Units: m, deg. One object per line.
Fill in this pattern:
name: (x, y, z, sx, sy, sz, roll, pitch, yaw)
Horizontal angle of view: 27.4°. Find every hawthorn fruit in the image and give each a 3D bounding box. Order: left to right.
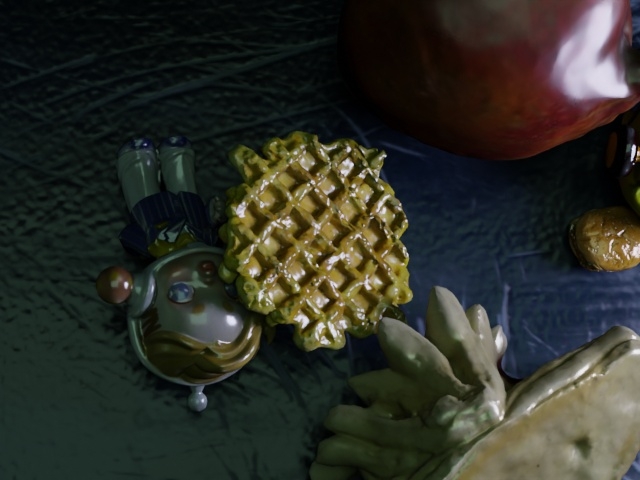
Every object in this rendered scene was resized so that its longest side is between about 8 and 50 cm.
hawthorn fruit: (0.174, -0.232, 1.371, 0.324, 0.308, 0.308, 28, 75, -16)

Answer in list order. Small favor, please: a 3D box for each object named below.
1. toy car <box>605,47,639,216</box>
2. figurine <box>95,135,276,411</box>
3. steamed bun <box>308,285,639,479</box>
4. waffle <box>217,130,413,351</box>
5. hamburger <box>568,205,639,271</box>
toy car: (0.414, -0.128, 1.448, 0.200, 0.142, 0.248, 12, 96, -3)
figurine: (-0.154, 0.026, 1.357, 0.193, 0.133, 0.274, -28, 75, -35)
steamed bun: (0.141, 0.206, 1.329, 0.428, 0.189, 0.247, -45, 124, -8)
waffle: (0.000, 0.000, 1.359, 0.237, 0.058, 0.243, 11, 63, -36)
hamburger: (0.320, -0.001, 1.457, 0.083, 0.044, 0.076, -16, 80, -13)
